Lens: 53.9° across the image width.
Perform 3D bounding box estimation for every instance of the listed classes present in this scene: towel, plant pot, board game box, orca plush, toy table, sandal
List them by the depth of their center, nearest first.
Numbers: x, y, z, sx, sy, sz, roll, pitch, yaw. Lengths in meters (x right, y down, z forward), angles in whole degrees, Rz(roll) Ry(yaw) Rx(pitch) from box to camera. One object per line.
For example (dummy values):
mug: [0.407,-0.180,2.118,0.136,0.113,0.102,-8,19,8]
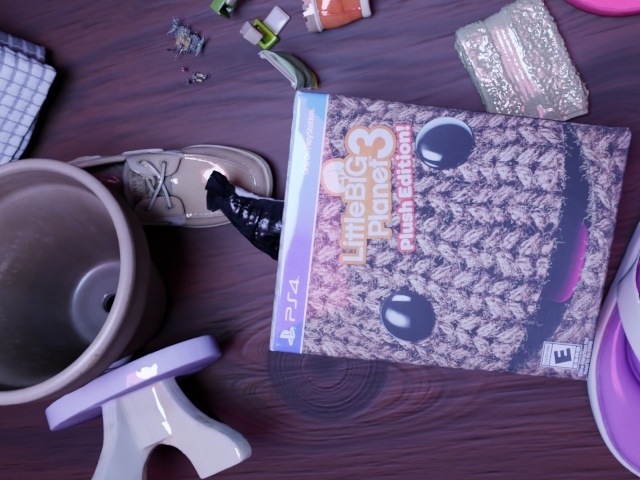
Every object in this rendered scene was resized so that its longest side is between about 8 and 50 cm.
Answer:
board game box: [0.109,-0.009,0.611,0.291,0.141,0.231,5,98,-2]
sandal: [0.389,0.082,0.668,0.170,0.102,0.415,7,103,14]
towel: [0.224,-0.189,0.700,0.110,0.027,0.148,-25,94,17]
orca plush: [0.000,0.000,0.719,0.287,0.102,0.151,28,123,-13]
plant pot: [-0.298,0.065,0.754,0.263,0.229,0.262,-2,75,9]
towel: [-0.504,-0.154,0.791,0.283,0.235,0.121,-53,55,20]
toy table: [-0.216,0.245,0.806,0.274,0.252,0.160,-34,74,37]

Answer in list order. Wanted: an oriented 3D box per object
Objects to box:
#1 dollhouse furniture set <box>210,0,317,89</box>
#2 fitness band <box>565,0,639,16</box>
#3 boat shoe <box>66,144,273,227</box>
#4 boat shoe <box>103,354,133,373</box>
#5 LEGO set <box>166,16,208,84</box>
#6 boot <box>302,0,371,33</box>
dollhouse furniture set: [-0.052,-0.245,0.737,0.152,0.076,0.058,44,109,4]
fitness band: [0.300,-0.375,0.634,0.209,0.054,0.290,-22,93,20]
boat shoe: [-0.212,-0.066,0.802,0.303,0.098,0.109,3,101,14]
boat shoe: [-0.366,0.180,0.907,0.229,0.080,0.076,-6,119,12]
LEGO set: [-0.167,-0.242,0.800,0.054,0.023,0.083,6,115,16]
boot: [0.015,-0.324,0.717,0.085,0.059,0.157,-7,107,13]
